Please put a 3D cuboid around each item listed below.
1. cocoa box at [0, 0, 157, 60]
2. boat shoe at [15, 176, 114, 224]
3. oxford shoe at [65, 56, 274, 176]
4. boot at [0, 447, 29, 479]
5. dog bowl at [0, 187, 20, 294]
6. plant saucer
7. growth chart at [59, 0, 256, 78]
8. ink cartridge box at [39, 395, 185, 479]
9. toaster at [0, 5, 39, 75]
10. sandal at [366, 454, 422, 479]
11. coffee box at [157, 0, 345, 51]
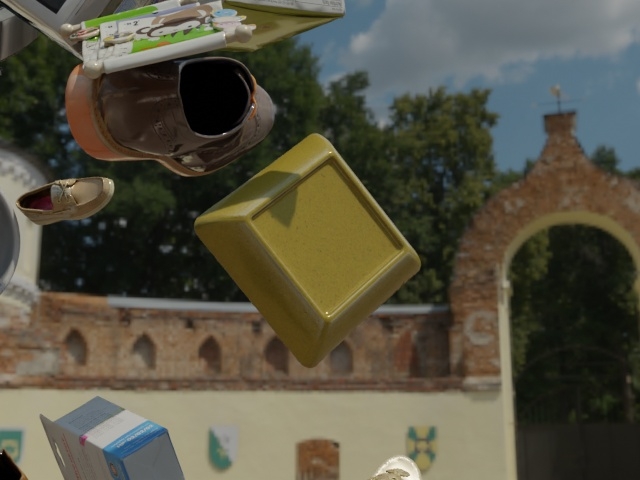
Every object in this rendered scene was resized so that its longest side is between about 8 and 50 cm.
[{"bbox_3d":[-0.404,-0.442,1.339,0.347,0.231,0.228,35,-2,4],"label":"cocoa box"},{"bbox_3d":[-0.407,-0.067,1.497,0.170,0.063,0.059,-16,-27,21],"label":"boat shoe"},{"bbox_3d":[-0.116,-0.137,1.034,0.133,0.129,0.364,-5,6,22],"label":"oxford shoe"},{"bbox_3d":[-0.376,0.373,1.264,0.284,0.109,0.220,20,-48,16],"label":"boot"},{"bbox_3d":[-0.615,0.001,1.476,0.265,0.264,0.104,9,-8,-35],"label":"dog bowl"},{"bbox_3d":[0.000,0.000,1.689,0.333,0.332,0.081,-40,2,-30],"label":"plant saucer"},{"bbox_3d":[-0.160,-0.201,0.915,0.172,0.021,0.237,-19,27,-11],"label":"growth chart"},{"bbox_3d":[-0.221,0.235,1.013,0.062,0.104,0.181,-30,26,-36],"label":"ink cartridge box"},{"bbox_3d":[-0.657,-0.441,1.877,0.186,0.168,0.110,28,-50,6],"label":"toaster"},{"bbox_3d":[0.096,0.393,1.409,0.088,0.240,0.079,29,-45,15],"label":"sandal"},{"bbox_3d":[-0.196,-0.609,2.042,0.338,0.334,0.338,-7,-1,-43],"label":"coffee box"}]
